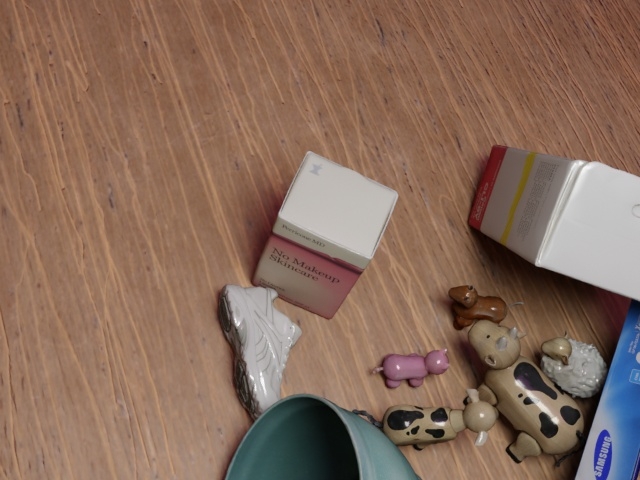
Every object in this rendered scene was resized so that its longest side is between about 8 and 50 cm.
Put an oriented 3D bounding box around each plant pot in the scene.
[{"bbox_3d":[0.026,0.363,1.022,0.196,0.293,0.293,23,56,-33],"label":"plant pot"}]

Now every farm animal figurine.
[{"bbox_3d":[0.262,0.219,1.195,0.327,0.172,0.330,33,60,3],"label":"farm animal figurine"}]

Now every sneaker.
[{"bbox_3d":[-0.075,0.165,1.184,0.115,0.090,0.232,-6,66,-22],"label":"sneaker"}]

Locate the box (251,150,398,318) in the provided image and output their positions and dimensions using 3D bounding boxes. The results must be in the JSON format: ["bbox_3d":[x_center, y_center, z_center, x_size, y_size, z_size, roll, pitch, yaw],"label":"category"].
[{"bbox_3d":[0.000,0.000,1.202,0.149,0.232,0.126,25,59,-1],"label":"box"}]

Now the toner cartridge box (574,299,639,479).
[{"bbox_3d":[0.476,0.266,1.226,0.075,0.165,0.347,13,55,27],"label":"toner cartridge box"}]

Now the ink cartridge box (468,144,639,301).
[{"bbox_3d":[0.423,-0.027,1.236,0.279,0.384,0.160,18,98,-6],"label":"ink cartridge box"}]
